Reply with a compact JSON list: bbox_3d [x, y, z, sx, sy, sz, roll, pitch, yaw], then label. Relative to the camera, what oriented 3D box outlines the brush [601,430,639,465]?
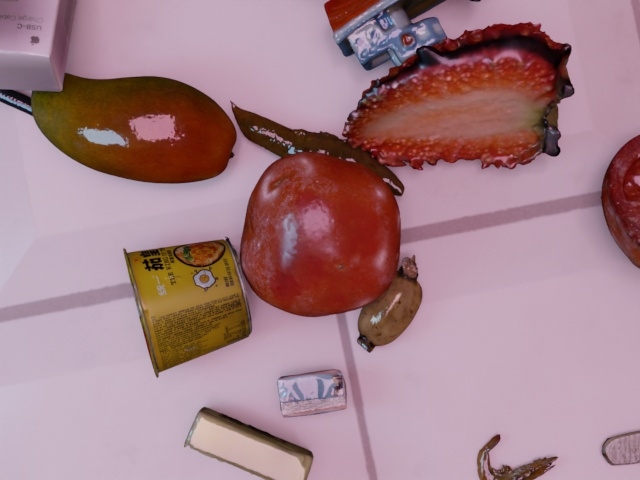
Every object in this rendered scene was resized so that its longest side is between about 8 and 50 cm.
[{"bbox_3d":[0.562,0.268,1.741,0.336,0.020,0.086,-13,89,0],"label":"brush"}]

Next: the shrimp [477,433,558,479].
[{"bbox_3d":[0.274,0.308,1.739,0.114,0.023,0.083,-22,86,3],"label":"shrimp"}]

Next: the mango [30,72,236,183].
[{"bbox_3d":[-0.260,-0.154,1.697,0.289,0.129,0.146,4,94,3],"label":"mango"}]

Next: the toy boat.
[{"bbox_3d":[0.173,-0.340,1.690,0.331,0.145,0.133,-31,83,5],"label":"toy boat"}]

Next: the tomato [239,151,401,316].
[{"bbox_3d":[0.004,0.001,1.648,0.231,0.189,0.232,-2,115,-4],"label":"tomato"}]

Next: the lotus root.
[{"bbox_3d":[0.100,0.089,1.724,0.072,0.063,0.152,27,92,10],"label":"lotus root"}]

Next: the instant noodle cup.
[{"bbox_3d":[-0.177,0.081,1.675,0.144,0.182,0.182,-15,89,-10],"label":"instant noodle cup"}]

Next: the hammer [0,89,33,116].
[{"bbox_3d":[-0.489,-0.219,1.747,0.246,0.029,0.103,27,88,-1],"label":"hammer"}]

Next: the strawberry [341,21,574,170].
[{"bbox_3d":[0.183,-0.210,1.674,0.306,0.233,0.138,1,50,2],"label":"strawberry"}]

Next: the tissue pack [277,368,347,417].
[{"bbox_3d":[-0.011,0.212,1.715,0.094,0.074,0.059,-7,86,-3],"label":"tissue pack"}]

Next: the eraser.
[{"bbox_3d":[-0.096,0.286,1.691,0.172,0.117,0.058,23,84,0],"label":"eraser"}]

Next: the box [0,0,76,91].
[{"bbox_3d":[-0.440,-0.332,1.672,0.203,0.106,0.252,4,67,-1],"label":"box"}]

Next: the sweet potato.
[{"bbox_3d":[-0.008,-0.125,1.729,0.273,0.067,0.067,23,89,-1],"label":"sweet potato"}]

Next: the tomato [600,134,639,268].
[{"bbox_3d":[0.490,-0.028,1.692,0.200,0.140,0.233,-15,54,-7],"label":"tomato"}]
